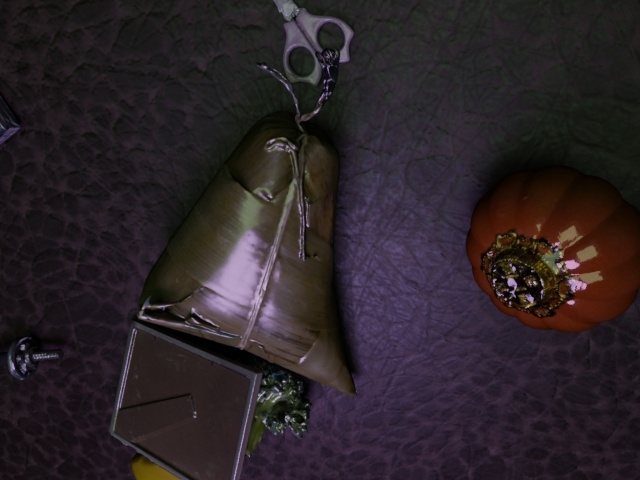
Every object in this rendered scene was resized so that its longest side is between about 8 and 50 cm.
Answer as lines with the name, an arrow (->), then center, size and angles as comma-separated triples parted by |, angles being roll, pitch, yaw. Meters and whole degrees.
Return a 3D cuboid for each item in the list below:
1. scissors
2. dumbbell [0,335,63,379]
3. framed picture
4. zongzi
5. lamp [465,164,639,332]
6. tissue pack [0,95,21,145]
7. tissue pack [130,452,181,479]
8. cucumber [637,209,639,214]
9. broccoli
scissors -> -0.044, -0.318, 0.711 | 0.110, 0.021, 0.212 | -33, 101, 16
dumbbell -> -0.591, 0.217, 0.944 | 0.255, 0.110, 0.110 | -5, 108, 4
framed picture -> -0.230, 0.268, 0.844 | 0.289, 0.016, 0.213 | 13, 92, 31
zongzi -> 0.000, 0.000, 0.748 | 0.418, 0.181, 0.447 | 31, 108, -18
lamp -> 0.297, 0.013, 0.673 | 0.223, 0.197, 0.223 | 29, 134, 36
tissue pack -> -0.569, -0.185, 0.827 | 0.156, 0.051, 0.112 | -29, 99, 18
tissue pack -> -0.231, 0.389, 0.924 | 0.178, 0.123, 0.127 | -32, 92, 18
cucumber -> 0.407, 0.035, 0.740 | 0.053, 0.053, 0.181 | 20, 111, 2
broccoli -> -0.103, 0.268, 0.848 | 0.155, 0.160, 0.167 | -9, 128, 40
